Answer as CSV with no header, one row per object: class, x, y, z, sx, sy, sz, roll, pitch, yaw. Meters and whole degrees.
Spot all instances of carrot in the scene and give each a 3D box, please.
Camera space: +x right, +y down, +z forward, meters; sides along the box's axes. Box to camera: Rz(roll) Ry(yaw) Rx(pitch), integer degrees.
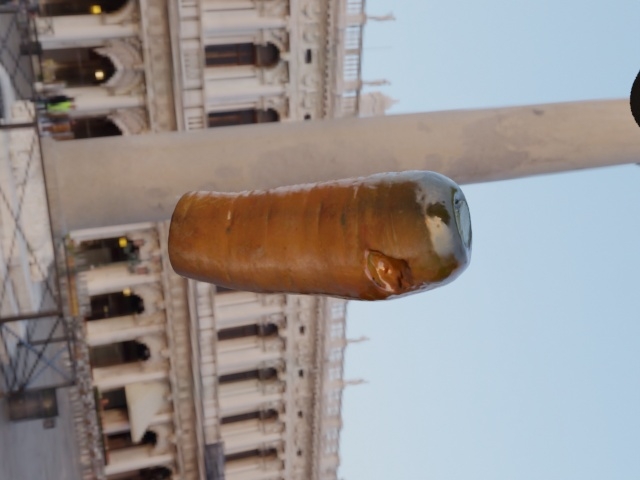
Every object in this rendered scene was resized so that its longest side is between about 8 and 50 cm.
carrot,0.000,0.000,0.538,0.087,0.193,0.087,-4,90,-71

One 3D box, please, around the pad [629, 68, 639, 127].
pad,0.518,-0.172,0.773,0.315,0.375,0.063,-63,171,5
